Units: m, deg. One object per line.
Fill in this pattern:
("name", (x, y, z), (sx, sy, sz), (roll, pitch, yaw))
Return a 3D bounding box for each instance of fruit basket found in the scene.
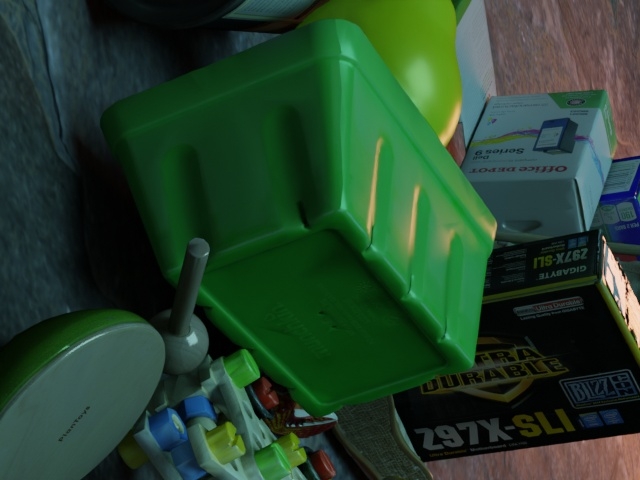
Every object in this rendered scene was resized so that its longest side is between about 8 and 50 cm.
("fruit basket", (0.005, -0.079, 1.519), (0.392, 0.283, 0.392), (56, 22, -38))

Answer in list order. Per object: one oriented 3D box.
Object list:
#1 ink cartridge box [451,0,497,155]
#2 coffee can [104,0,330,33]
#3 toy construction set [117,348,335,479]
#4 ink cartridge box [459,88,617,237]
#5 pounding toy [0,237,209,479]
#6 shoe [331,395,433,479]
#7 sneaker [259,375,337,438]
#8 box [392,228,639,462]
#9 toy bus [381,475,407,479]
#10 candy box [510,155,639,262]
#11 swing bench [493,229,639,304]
("ink cartridge box", (0.154, -0.186, 2.116), (0.189, 0.097, 0.255), (-60, 145, -55))
("coffee can", (-0.072, -0.293, 1.562), (0.275, 0.201, 0.201), (-11, 90, -65))
("toy construction set", (-0.059, 0.231, 1.438), (0.215, 0.151, 0.328), (-107, 179, -58))
("ink cartridge box", (0.265, -0.093, 2.057), (0.212, 0.154, 0.093), (-62, 144, -49))
("pounding toy", (-0.198, 0.084, 1.243), (0.237, 0.110, 0.183), (-39, 156, -24))
("shoe", (0.050, 0.199, 1.793), (0.058, 0.076, 0.219), (32, -26, 59))
("sneaker", (-0.044, 0.150, 1.625), (0.175, 0.064, 0.067), (30, 34, -64))
("box", (0.190, 0.122, 1.796), (0.257, 0.322, 0.079), (55, 33, -41))
("toy bus", (0.082, 0.391, 1.664), (0.108, 0.130, 0.333), (-32, 113, -28))
("candy box", (0.336, 0.069, 2.181), (0.317, 0.268, 0.122), (66, 32, -25))
("swing bench", (0.297, 0.100, 2.002), (0.255, 0.253, 0.165), (68, 30, -73))
